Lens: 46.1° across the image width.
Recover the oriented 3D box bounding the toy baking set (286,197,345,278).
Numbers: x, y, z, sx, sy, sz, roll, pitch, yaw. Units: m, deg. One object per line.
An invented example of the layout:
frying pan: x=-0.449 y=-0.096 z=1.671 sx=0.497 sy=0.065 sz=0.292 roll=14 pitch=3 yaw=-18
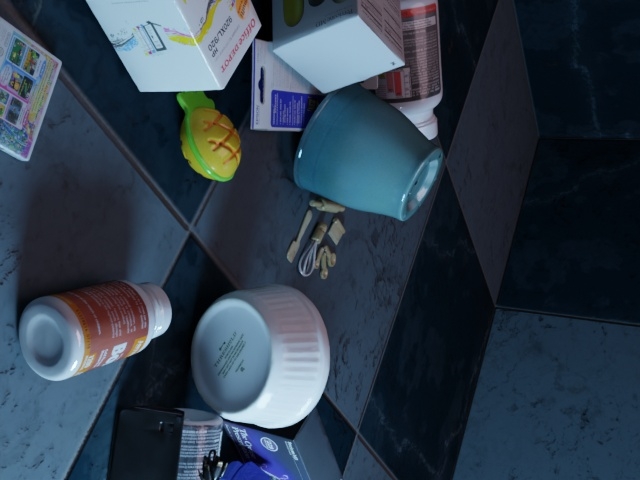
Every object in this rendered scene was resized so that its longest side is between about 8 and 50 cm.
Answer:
toy baking set: x=0.001 y=-0.007 z=1.814 sx=0.256 sy=0.030 sz=0.196 roll=15 pitch=82 yaw=-62

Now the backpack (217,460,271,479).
backpack: x=-0.167 y=0.512 z=1.525 sx=0.098 sy=0.101 sz=0.120 roll=-39 pitch=160 yaw=-48

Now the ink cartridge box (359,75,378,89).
ink cartridge box: x=0.071 y=-0.452 z=1.773 sx=0.067 sy=0.115 sz=0.198 roll=-34 pitch=123 yaw=-57

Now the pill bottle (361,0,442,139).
pill bottle: x=0.205 y=-0.441 z=1.927 sx=0.210 sy=0.210 sz=0.363 roll=-40 pitch=129 yaw=-53

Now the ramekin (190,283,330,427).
ramekin: x=-0.123 y=0.213 z=1.391 sx=0.127 sy=0.273 sz=0.273 roll=9 pitch=87 yaw=-51

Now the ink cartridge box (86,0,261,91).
ink cartridge box: x=-0.230 y=-0.373 z=1.169 sx=0.171 sy=0.168 sz=0.232 roll=-66 pitch=147 yaw=-32

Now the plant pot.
plant pot: x=0.120 y=-0.178 z=1.675 sx=0.271 sy=0.255 sz=0.271 roll=-49 pitch=159 yaw=-26

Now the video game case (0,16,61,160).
video game case: x=-0.423 y=-0.206 z=1.001 sx=0.143 sy=0.019 sz=0.157 roll=37 pitch=61 yaw=-58

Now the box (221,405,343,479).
box: x=-0.077 y=0.445 z=1.588 sx=0.103 sy=0.184 sz=0.261 roll=-57 pitch=141 yaw=-42

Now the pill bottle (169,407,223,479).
pill bottle: x=-0.249 y=0.428 z=1.321 sx=0.130 sy=0.130 sz=0.245 roll=12 pitch=84 yaw=-62

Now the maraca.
maraca: x=-0.202 y=-0.192 z=1.339 sx=0.127 sy=0.099 sz=0.185 roll=-4 pitch=73 yaw=-67

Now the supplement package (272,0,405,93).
supplement package: x=0.035 y=-0.481 z=1.530 sx=0.198 sy=0.199 sz=0.262 roll=28 pitch=54 yaw=-53

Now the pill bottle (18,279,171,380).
pill bottle: x=-0.328 y=0.125 z=1.127 sx=0.216 sy=0.121 sz=0.121 roll=-14 pitch=107 yaw=-60

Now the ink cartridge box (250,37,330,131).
ink cartridge box: x=-0.065 y=-0.321 z=1.599 sx=0.371 sy=0.069 sz=0.175 roll=-15 pitch=108 yaw=-63

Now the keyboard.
keyboard: x=-0.259 y=0.437 z=1.241 sx=0.033 sy=0.201 sz=0.317 roll=15 pitch=82 yaw=-80
